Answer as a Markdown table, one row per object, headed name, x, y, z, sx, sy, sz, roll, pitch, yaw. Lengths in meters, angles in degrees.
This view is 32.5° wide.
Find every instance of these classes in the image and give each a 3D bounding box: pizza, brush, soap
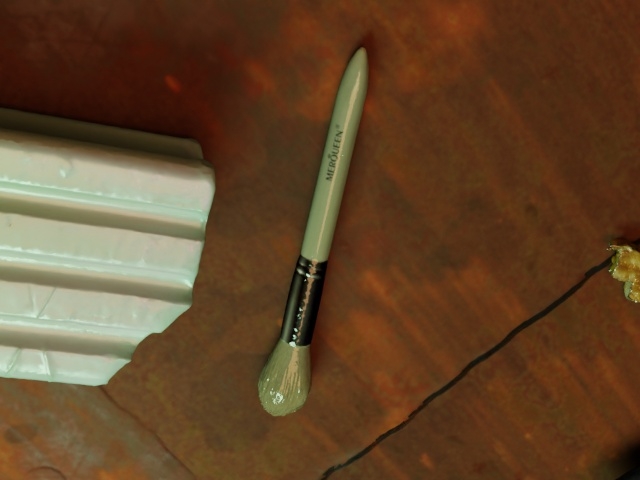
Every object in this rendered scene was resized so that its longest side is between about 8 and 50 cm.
| name | x | y | z | sx | sy | sz | roll | pitch | yaw |
| --- | --- | --- | --- | --- | --- | --- | --- | --- | --- |
| pizza | 0.262 | 0.026 | 0.918 | 0.037 | 0.016 | 0.083 | -42 | 118 | 3 |
| brush | 0.000 | 0.000 | 0.838 | 0.042 | 0.039 | 0.299 | 8 | 105 | -20 |
| soap | -0.231 | -0.002 | 0.744 | 0.289 | 0.095 | 0.173 | 7 | 108 | -17 |

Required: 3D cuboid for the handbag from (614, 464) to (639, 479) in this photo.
| name | x | y | z | sx | sy | sz | roll | pitch | yaw |
| --- | --- | --- | --- | --- | --- | --- | --- | --- | --- |
| handbag | 0.380 | 0.246 | 0.995 | 0.254 | 0.089 | 0.211 | -30 | 112 | -5 |
